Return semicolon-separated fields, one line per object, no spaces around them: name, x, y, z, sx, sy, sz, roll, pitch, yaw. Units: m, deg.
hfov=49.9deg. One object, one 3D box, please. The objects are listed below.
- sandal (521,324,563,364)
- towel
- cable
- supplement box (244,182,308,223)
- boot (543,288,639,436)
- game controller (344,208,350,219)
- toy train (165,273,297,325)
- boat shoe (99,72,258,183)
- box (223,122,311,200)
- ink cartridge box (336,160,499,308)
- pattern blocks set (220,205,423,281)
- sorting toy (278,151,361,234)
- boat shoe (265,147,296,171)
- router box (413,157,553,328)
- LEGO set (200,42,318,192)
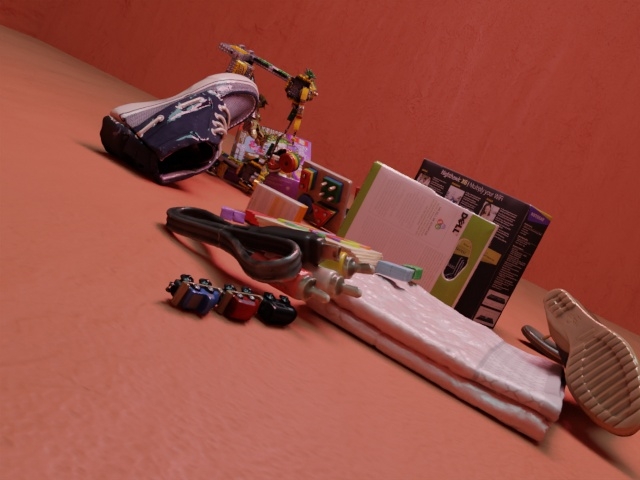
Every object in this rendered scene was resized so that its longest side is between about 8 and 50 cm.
sandal;0.488;0.214;1.305;0.219;0.060;0.090;30;9;27
towel;0.168;0.127;0.897;0.317;0.053;0.332;29;7;20
cable;-0.088;0.018;0.787;0.287;0.072;0.139;10;18;32
supplement box;-0.081;-0.056;1.250;0.098;0.062;0.036;28;9;11
boot;0.387;0.195;0.914;0.207;0.090;0.248;51;18;-31
game controller;0.063;-0.049;1.730;0.166;0.067;0.319;13;3;19
toy train;-0.078;0.060;0.645;0.158;0.027;0.036;18;22;-48
boat shoe;-0.207;-0.197;1.238;0.158;0.127;0.340;36;47;28
box;-0.126;-0.207;1.736;0.201;0.057;0.293;18;27;-10
ink cartridge box;0.174;-0.008;1.300;0.255;0.189;0.097;28;6;5
pattern blocks set;0.000;0.000;1.058;0.324;0.026;0.285;18;4;10
sorting toy;0.001;-0.089;1.526;0.274;0.132;0.046;29;31;29
boat shoe;-0.091;-0.198;1.634;0.049;0.043;0.137;29;27;15
router box;0.274;-0.003;1.380;0.081;0.243;0.309;19;11;-38
LEGO set;-0.167;-0.261;1.458;0.255;0.331;0.192;39;15;-3
